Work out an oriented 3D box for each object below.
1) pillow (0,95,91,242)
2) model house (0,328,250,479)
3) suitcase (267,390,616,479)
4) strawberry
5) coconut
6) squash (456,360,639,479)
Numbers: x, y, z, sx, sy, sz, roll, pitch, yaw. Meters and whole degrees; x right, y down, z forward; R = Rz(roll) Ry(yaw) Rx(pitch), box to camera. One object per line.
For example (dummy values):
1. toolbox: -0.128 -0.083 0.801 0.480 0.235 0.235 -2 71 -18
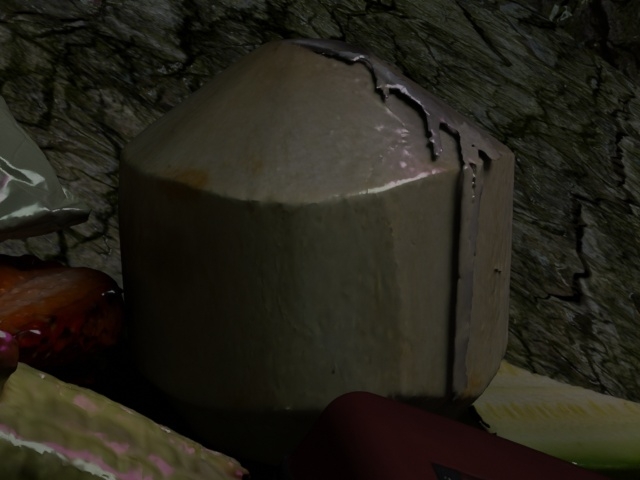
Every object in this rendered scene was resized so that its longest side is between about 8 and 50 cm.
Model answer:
1. pillow: -0.344 -0.073 1.385 0.274 0.076 0.281 -11 40 -32
2. model house: -0.155 0.164 0.888 0.196 0.254 0.160 24 23 -16
3. suitcase: 0.112 0.238 1.238 0.297 0.161 0.236 22 22 -26
4. strawberry: -0.217 0.065 1.332 0.121 0.082 0.188 18 22 27
5. coconut: 0.000 0.000 1.401 0.323 0.323 0.323 27 19 -10
6. squash: 0.201 0.167 1.579 0.289 0.111 0.203 0 29 -36
